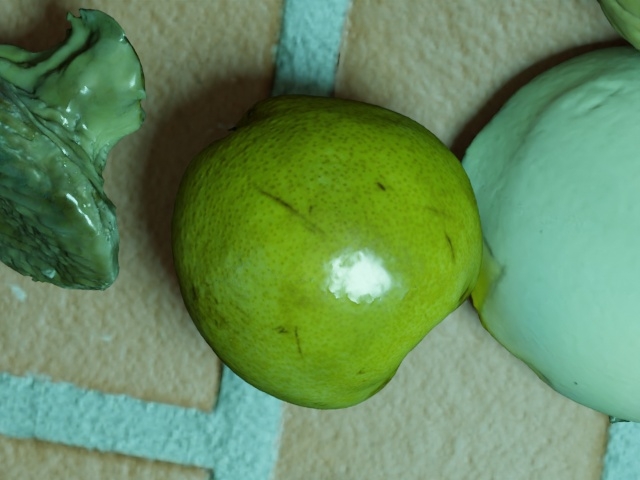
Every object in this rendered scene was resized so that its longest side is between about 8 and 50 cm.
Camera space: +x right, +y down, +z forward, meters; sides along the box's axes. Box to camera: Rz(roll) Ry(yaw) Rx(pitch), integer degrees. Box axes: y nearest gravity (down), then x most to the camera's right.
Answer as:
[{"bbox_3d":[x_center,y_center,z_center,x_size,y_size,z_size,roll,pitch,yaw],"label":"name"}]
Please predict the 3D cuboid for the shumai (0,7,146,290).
[{"bbox_3d":[-0.190,-0.072,1.167,0.209,0.161,0.153,33,69,21],"label":"shumai"}]

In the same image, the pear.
[{"bbox_3d":[0.000,0.000,1.130,0.209,0.209,0.209,0,92,0],"label":"pear"}]

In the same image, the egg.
[{"bbox_3d":[0.238,-0.007,1.140,0.286,0.174,0.264,41,88,2],"label":"egg"}]

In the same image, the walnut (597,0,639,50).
[{"bbox_3d":[0.292,-0.226,1.114,0.261,0.225,0.225,-28,92,-8],"label":"walnut"}]
